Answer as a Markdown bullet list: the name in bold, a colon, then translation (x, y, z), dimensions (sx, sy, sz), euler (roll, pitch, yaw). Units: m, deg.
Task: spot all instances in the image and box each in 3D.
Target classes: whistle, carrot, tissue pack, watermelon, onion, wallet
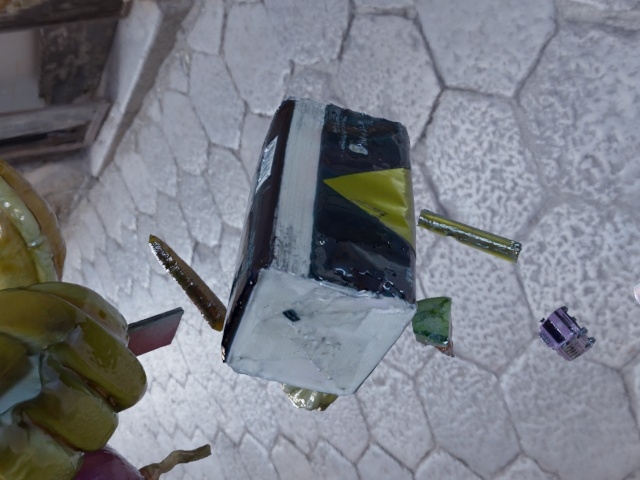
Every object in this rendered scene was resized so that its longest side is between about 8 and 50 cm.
- **whistle**: translation (0.451, -0.016, 2.038), dimensions (0.326, 0.068, 0.057), euler (20, 173, 6)
- **carrot**: translation (-0.341, 0.107, 1.738), dimensions (0.314, 0.066, 0.066), euler (53, 153, -14)
- **tissue pack**: translation (0.000, 0.000, 1.068), dimensions (0.417, 0.253, 0.264), euler (-84, 13, -46)
- **watermelon**: translation (0.253, 0.190, 1.504), dimensions (0.098, 0.158, 0.121), euler (-1, 70, 21)
- **onion**: translation (-0.415, 0.529, 1.273), dimensions (0.358, 0.345, 0.358), euler (8, 109, 25)
- **wallet**: translation (-0.394, 0.212, 1.382), dimensions (0.025, 0.232, 0.119), euler (47, 131, 25)

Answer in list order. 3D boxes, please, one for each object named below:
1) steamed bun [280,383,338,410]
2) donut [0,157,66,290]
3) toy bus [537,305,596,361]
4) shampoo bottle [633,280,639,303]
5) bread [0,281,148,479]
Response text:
- **steamed bun**: translation (-0.025, 0.206, 1.450), dimensions (0.189, 0.247, 0.428), euler (39, 177, -3)
- **donut**: translation (-0.717, -0.009, 1.383), dimensions (0.449, 0.198, 0.449), euler (16, 129, 21)
- **toy bus**: translation (0.673, 0.260, 1.840), dimensions (0.108, 0.199, 0.096), euler (-41, 54, 11)
- **shampoo bottle**: translation (0.693, 0.107, 1.395), dimensions (0.099, 0.043, 0.072), euler (85, 161, -68)
- **bread**: translation (-0.435, 0.218, 1.040), dimensions (0.300, 0.341, 0.210), euler (47, 150, -7)
